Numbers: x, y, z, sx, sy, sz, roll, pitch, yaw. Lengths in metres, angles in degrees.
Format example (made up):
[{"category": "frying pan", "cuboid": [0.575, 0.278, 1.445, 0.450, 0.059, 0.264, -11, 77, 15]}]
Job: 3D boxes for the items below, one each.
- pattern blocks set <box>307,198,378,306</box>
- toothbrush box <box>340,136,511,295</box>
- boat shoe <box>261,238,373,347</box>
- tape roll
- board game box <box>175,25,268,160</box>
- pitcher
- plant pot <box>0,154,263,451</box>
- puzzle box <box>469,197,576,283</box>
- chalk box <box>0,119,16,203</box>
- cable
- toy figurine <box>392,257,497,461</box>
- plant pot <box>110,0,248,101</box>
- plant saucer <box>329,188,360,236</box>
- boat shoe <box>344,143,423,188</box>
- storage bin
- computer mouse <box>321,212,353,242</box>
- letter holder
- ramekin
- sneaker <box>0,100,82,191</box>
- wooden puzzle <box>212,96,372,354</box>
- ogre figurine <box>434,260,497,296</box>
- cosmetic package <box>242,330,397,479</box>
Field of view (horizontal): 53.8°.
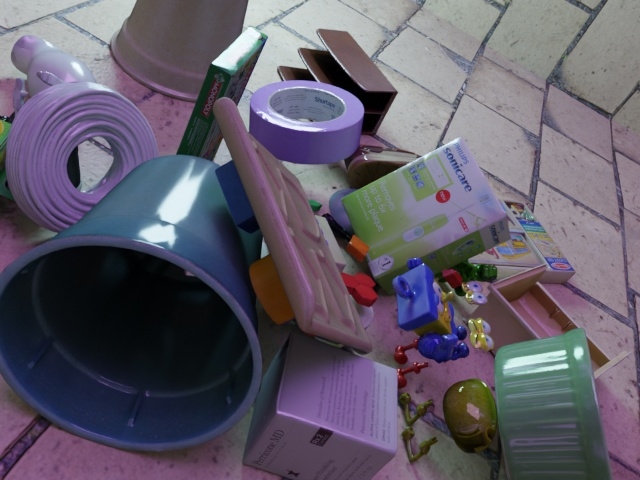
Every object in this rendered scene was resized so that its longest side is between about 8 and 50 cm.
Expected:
[{"category": "pattern blocks set", "cuboid": [-0.035, -0.002, 1.187, 0.285, 0.026, 0.325, 17, 28, -16]}, {"category": "toothbrush box", "cuboid": [0.215, -0.046, 1.303, 0.122, 0.283, 0.206, 49, 18, -60]}, {"category": "boat shoe", "cuboid": [-0.054, 0.095, 1.147, 0.304, 0.091, 0.109, 30, 42, 3]}, {"category": "tape roll", "cuboid": [-0.035, -0.291, 1.528, 0.274, 0.090, 0.275, 5, 37, -4]}, {"category": "board game box", "cuboid": [-0.210, -0.241, 1.234, 0.046, 0.317, 0.214, 29, 38, -5]}, {"category": "pitcher", "cuboid": [-0.520, -0.326, 1.302, 0.177, 0.126, 0.207, 9, 29, -49]}, {"category": "plant pot", "cuboid": [-0.227, 0.057, 0.909, 0.340, 0.341, 0.334, 23, 30, -9]}, {"category": "puzzle box", "cuboid": [0.438, -0.010, 1.622, 0.408, 0.052, 0.272, 4, 46, -31]}, {"category": "chalk box", "cuboid": [-0.577, -0.124, 1.013, 0.212, 0.132, 0.132, 19, 39, -14]}, {"category": "cable", "cuboid": [-0.386, -0.131, 1.051, 0.089, 0.257, 0.257, 16, 7, 40]}, {"category": "toy figurine", "cuboid": [0.164, 0.157, 1.070, 0.217, 0.191, 0.363, 48, 32, -35]}, {"category": "plant pot", "cuboid": [-0.311, -0.562, 1.539, 0.333, 0.306, 0.334, 18, 39, -15]}, {"category": "plant saucer", "cuboid": [0.115, -0.066, 1.484, 0.194, 0.037, 0.195, 19, 39, -16]}, {"category": "boat shoe", "cuboid": [0.206, -0.189, 1.620, 0.341, 0.123, 0.123, 2, 43, -28]}, {"category": "storage bin", "cuboid": [0.490, 0.202, 1.359, 0.260, 0.123, 0.262, -13, 54, -41]}, {"category": "computer mouse", "cuboid": [0.000, 0.000, 1.328, 0.106, 0.042, 0.193, 44, 39, 15]}, {"category": "letter holder", "cuboid": [0.034, -0.452, 1.773, 0.214, 0.152, 0.302, -5, 50, -35]}, {"category": "ramekin", "cuboid": [0.384, 0.304, 1.042, 0.148, 0.304, 0.303, -10, 33, 20]}, {"category": "sneaker", "cuboid": [-0.546, -0.204, 1.111, 0.295, 0.147, 0.105, 29, 39, 0]}, {"category": "wooden puzzle", "cuboid": [-0.048, 0.007, 0.901, 0.322, 0.080, 0.348, 67, 7, 21]}, {"category": "ogre figurine", "cuboid": [0.297, 0.070, 1.365, 0.118, 0.197, 0.097, 5, 64, -55]}, {"category": "cosmetic package", "cuboid": [0.002, 0.262, 0.946, 0.183, 0.151, 0.152, 21, 39, -11]}]
